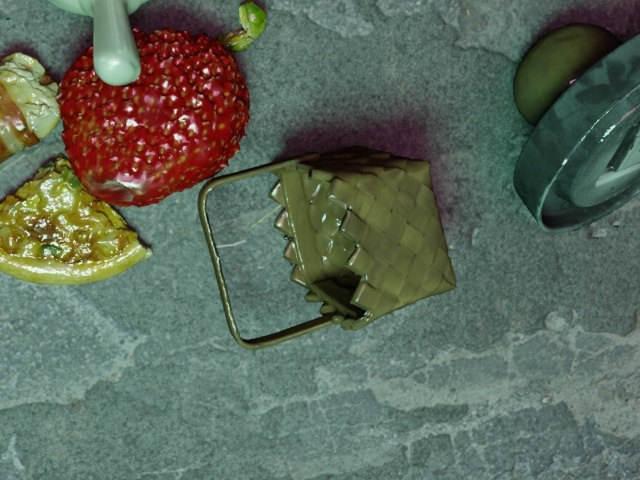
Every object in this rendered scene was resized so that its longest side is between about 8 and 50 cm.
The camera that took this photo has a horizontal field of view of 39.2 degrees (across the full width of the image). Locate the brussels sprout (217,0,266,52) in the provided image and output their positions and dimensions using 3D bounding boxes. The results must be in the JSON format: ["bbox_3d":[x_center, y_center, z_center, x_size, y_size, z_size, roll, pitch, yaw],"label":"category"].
[{"bbox_3d":[-0.114,-0.315,1.338,0.051,0.046,0.083,36,103,-20],"label":"brussels sprout"}]

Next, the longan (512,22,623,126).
[{"bbox_3d":[0.391,-0.248,1.393,0.189,0.189,0.189,-3,103,-11],"label":"longan"}]

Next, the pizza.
[{"bbox_3d":[-0.390,-0.027,1.334,0.292,0.058,0.197,10,99,-13],"label":"pizza"}]

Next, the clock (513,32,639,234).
[{"bbox_3d":[0.457,-0.165,1.344,0.386,0.386,0.076,-35,64,-2],"label":"clock"}]

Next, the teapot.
[{"bbox_3d":[-0.272,-0.361,1.185,0.220,0.149,0.318,-39,78,-7],"label":"teapot"}]

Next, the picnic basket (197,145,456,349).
[{"bbox_3d":[0.000,0.000,1.300,0.321,0.291,0.254,-16,105,-17],"label":"picnic basket"}]

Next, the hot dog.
[{"bbox_3d":[-0.465,-0.173,1.270,0.213,0.103,0.146,-28,85,-14],"label":"hot dog"}]

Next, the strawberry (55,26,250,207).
[{"bbox_3d":[-0.229,-0.175,1.242,0.261,0.257,0.261,0,98,-2],"label":"strawberry"}]
